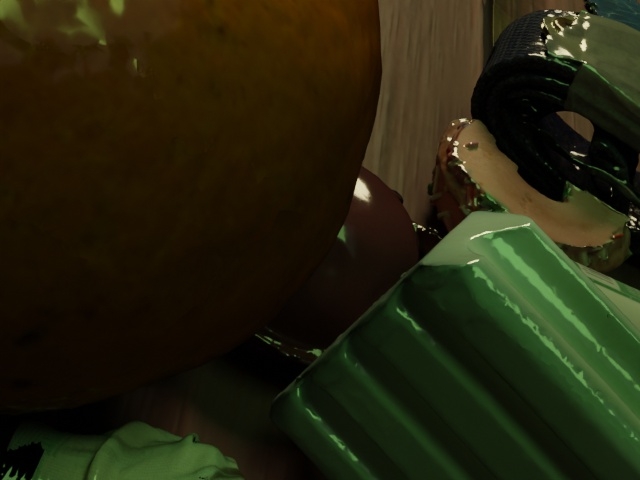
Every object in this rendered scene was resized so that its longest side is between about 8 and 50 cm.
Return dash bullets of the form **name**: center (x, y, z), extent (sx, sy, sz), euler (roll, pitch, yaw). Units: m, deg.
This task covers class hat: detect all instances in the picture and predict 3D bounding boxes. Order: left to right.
- **hat**: center (0.000, 0.000, 0.949), extent (0.205, 0.089, 0.205), euler (20, 38, -16)

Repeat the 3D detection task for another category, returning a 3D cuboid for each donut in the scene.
- **donut**: center (0.144, -0.012, 1.081), extent (0.166, 0.065, 0.117), euler (33, 36, 3)

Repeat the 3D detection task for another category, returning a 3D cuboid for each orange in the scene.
- **orange**: center (-0.177, -0.106, 0.755), extent (0.424, 0.326, 0.424), euler (21, 53, -31)

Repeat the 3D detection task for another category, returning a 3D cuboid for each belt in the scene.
- **belt**: center (0.226, -0.079, 1.151), extent (0.230, 0.139, 0.126), euler (32, 36, -3)

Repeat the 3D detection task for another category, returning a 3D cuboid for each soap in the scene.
- **soap**: center (0.129, 0.135, 0.797), extent (0.289, 0.173, 0.095), euler (47, 38, 5)

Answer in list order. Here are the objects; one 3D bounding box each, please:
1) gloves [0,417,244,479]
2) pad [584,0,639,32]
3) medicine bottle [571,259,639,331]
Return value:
- **gloves**: center (-0.059, 0.166, 0.713), extent (0.212, 0.111, 0.127), euler (20, 33, -2)
- **pad**: center (0.400, -0.139, 1.446), extent (0.270, 0.012, 0.269), euler (8, 43, -28)
- **medicine bottle**: center (0.228, 0.114, 0.942), extent (0.274, 0.133, 0.133), euler (23, 38, -10)
